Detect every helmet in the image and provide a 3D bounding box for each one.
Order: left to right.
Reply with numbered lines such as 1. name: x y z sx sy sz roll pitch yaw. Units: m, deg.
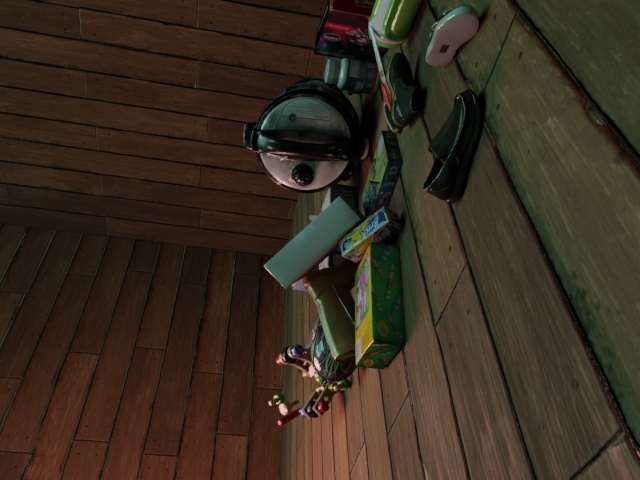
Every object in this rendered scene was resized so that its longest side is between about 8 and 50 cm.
1. helmet: 0.047 0.329 1.764 0.161 0.170 0.169 -56 -22 -70

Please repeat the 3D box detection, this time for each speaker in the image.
1. speaker: 0.217 -0.661 1.577 0.296 0.131 0.131 112 163 -60

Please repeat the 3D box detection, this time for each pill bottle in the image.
1. pill bottle: 0.109 -0.568 2.035 0.108 0.180 0.107 -173 90 -82

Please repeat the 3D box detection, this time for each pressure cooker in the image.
1. pressure cooker: -0.036 -0.359 2.089 0.370 0.375 0.420 -35 13 16

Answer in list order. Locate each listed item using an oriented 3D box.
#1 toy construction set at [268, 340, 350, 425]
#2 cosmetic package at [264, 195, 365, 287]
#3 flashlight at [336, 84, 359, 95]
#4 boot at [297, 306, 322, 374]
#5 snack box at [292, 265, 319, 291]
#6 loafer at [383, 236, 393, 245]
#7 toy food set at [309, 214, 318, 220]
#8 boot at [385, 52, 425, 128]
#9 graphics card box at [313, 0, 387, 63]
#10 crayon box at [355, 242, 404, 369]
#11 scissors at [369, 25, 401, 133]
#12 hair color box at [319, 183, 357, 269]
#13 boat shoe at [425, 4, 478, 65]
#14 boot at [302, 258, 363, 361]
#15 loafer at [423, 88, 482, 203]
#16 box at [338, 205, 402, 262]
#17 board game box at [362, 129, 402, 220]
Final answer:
1. toy construction set: -0.020 0.484 2.043 0.237 0.257 0.308 -13 -41 -53
2. cosmetic package: 0.000 0.000 1.770 0.284 0.097 0.377 -45 -4 7
3. flashlight: 0.137 -0.708 2.243 0.103 0.103 0.304 -89 9 -52
4. boot: 0.006 0.348 2.273 0.222 0.118 0.338 -90 22 -55
5. snack box: -0.032 0.150 2.395 0.207 0.175 0.070 -125 44 -77
6. loafer: 0.156 0.026 1.639 0.170 0.062 0.061 110 160 -61
7. toy food set: 0.001 -0.010 2.721 0.128 0.071 0.217 -8 76 57
8. boot: 0.228 -0.400 1.514 0.137 0.077 0.197 165 99 -76
9. graphics card box: 0.118 -0.683 1.897 0.371 0.233 0.094 171 106 -80
10. crayon box: 0.145 0.166 1.511 0.165 0.081 0.278 110 165 -55
11. scissors: 0.174 -0.444 1.655 0.109 0.021 0.297 130 121 -68
12. hair color box: 0.063 -0.014 2.131 0.174 0.105 0.347 111 164 -59
13. boat shoe: 0.266 -0.439 1.228 0.219 0.078 0.070 139 136 -80
14. boot: 0.095 0.189 1.668 0.089 0.236 0.269 91 157 -53
15. loafer: 0.247 -0.179 1.128 0.080 0.079 0.219 -110 29 -72
16. box: 0.130 -0.014 1.553 0.169 0.059 0.054 -39 45 28
17. board game box: 0.176 -0.173 1.727 0.165 0.042 0.243 -92 13 -49
